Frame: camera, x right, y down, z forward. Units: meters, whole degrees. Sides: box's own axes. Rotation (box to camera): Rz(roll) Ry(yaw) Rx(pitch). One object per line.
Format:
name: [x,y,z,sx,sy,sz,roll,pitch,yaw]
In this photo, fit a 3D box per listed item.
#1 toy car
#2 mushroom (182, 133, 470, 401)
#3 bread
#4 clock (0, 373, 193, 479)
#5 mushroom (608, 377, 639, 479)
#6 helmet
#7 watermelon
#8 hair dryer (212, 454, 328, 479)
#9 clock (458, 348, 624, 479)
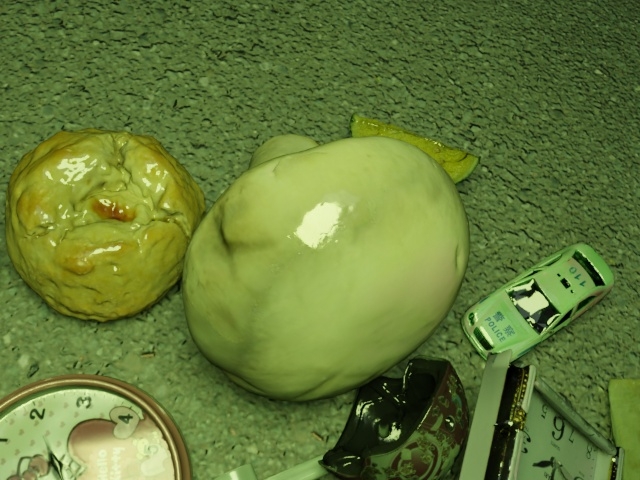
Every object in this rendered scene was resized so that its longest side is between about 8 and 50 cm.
toy car: [0.289,0.078,0.899,0.224,0.076,0.090,-27,73,-24]
mushroom: [0.018,0.029,0.758,0.315,0.356,0.314,2,99,12]
bread: [-0.251,-0.035,0.803,0.245,0.134,0.244,6,63,-13]
clock: [-0.252,0.253,0.695,0.245,0.056,0.244,5,64,-11]
mushroom: [0.403,0.308,0.796,0.100,0.081,0.312,-11,56,23]
helmet: [0.095,0.213,0.740,0.107,0.177,0.153,51,42,-9]
watermelon: [0.129,-0.130,0.967,0.182,0.092,0.075,17,46,5]
hair dryer: [-0.040,0.271,0.745,0.137,0.047,0.082,-16,68,-28]
clock: [0.238,0.257,0.750,0.253,0.083,0.186,41,56,-29]
